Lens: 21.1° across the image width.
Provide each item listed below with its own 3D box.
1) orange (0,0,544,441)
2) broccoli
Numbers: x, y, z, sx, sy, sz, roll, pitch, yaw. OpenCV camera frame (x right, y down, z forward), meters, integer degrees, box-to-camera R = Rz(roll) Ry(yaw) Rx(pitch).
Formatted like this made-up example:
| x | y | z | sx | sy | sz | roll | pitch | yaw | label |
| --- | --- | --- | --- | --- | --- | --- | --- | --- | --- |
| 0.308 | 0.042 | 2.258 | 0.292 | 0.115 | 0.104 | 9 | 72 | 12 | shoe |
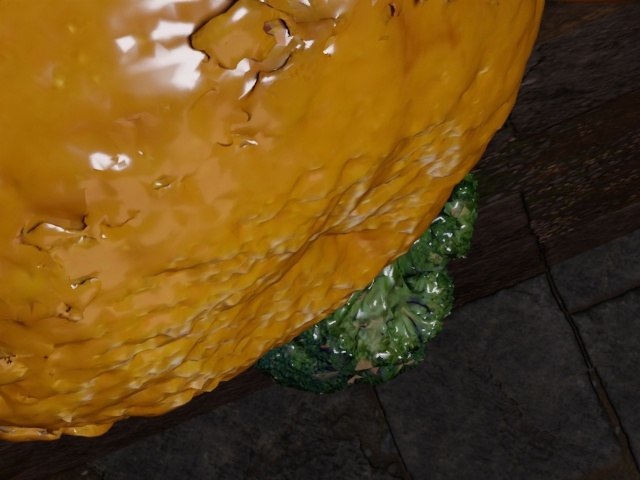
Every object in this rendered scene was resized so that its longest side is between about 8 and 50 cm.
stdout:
| x | y | z | sx | sy | sz | roll | pitch | yaw | label |
| --- | --- | --- | --- | --- | --- | --- | --- | --- | --- |
| -0.086 | -0.097 | 0.669 | 0.341 | 0.293 | 0.340 | -37 | 165 | -12 | orange |
| 0.000 | 0.000 | 1.463 | 0.294 | 0.265 | 0.245 | -18 | 134 | -48 | broccoli |
